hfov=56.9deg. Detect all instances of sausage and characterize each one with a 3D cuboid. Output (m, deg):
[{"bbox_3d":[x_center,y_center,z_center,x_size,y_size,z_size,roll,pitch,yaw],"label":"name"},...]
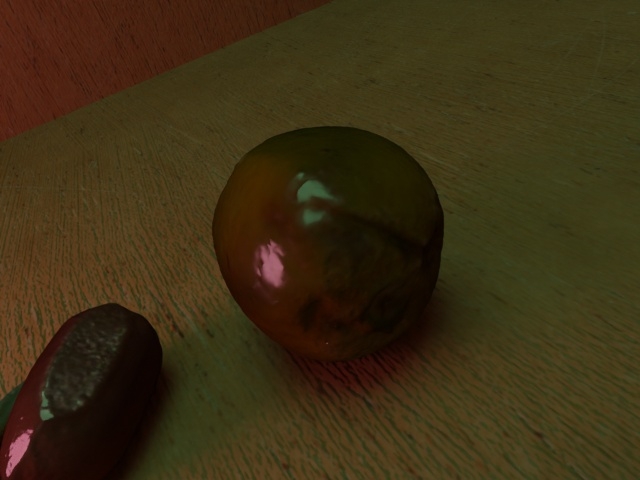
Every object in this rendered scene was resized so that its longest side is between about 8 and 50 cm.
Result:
[{"bbox_3d":[-0.269,0.177,0.691,0.148,0.148,0.254,-10,35,12],"label":"sausage"}]

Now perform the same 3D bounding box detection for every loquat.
[{"bbox_3d":[0.000,0.000,0.695,0.276,0.276,0.284,-36,53,-26],"label":"loquat"}]

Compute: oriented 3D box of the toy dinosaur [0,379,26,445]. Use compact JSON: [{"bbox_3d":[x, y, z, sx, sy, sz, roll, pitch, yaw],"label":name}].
[{"bbox_3d":[-0.447,0.248,0.719,0.205,0.092,0.393,13,27,36],"label":"toy dinosaur"}]
